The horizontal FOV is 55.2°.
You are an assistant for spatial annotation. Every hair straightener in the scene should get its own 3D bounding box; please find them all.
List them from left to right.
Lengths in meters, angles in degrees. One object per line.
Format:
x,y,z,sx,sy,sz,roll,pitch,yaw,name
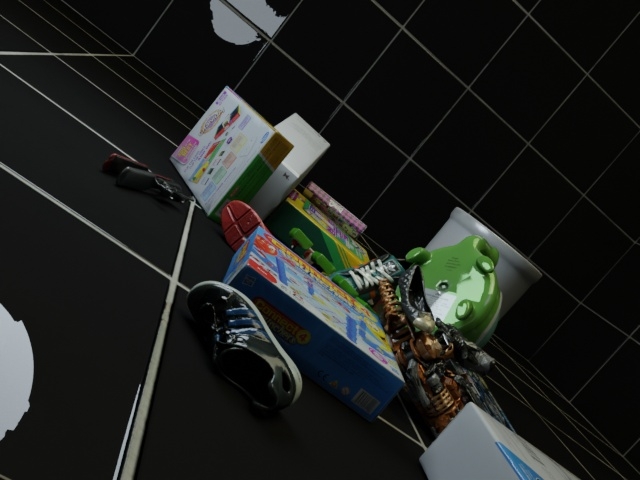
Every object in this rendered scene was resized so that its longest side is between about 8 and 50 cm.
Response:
-0.311,-0.097,1.166,0.089,0.047,0.230,42,4,22,hair straightener

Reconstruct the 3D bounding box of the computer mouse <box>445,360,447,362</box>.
0.418,0.396,1.704,0.193,0.042,0.106,35,8,-27,computer mouse

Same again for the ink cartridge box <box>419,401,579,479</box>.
0.318,0.405,0.869,0.307,0.129,0.223,37,8,-17,ink cartridge box

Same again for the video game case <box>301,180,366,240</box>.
0.017,-0.062,2.015,0.232,0.042,0.210,40,-32,1,video game case

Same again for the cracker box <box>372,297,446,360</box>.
0.267,0.213,1.631,0.232,0.156,0.067,44,8,30,cracker box

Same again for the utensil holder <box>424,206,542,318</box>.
0.425,0.147,1.891,0.327,0.385,0.327,38,9,-7,utensil holder

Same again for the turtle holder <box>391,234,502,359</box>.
0.311,0.134,1.462,0.320,0.243,0.227,-83,152,-43,turtle holder

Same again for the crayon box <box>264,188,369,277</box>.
0.000,0.000,1.782,0.313,0.106,0.363,41,8,-5,crayon box

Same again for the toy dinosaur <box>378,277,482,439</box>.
0.203,0.222,1.164,0.218,0.164,0.322,10,71,-63,toy dinosaur

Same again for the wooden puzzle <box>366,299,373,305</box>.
0.119,0.160,1.774,0.078,0.014,0.116,35,7,2,wooden puzzle

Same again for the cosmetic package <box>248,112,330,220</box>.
-0.119,-0.206,1.701,0.155,0.197,0.365,43,24,-4,cosmetic package

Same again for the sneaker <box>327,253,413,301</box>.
0.134,0.087,1.510,0.302,0.121,0.108,-9,61,-45,sneaker

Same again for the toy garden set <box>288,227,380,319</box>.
0.009,0.079,1.302,0.244,0.049,0.204,48,-4,-7,toy garden set

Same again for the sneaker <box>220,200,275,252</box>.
-0.120,0.019,1.290,0.221,0.087,0.128,54,3,17,sneaker

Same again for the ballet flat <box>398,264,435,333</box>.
0.182,0.109,1.155,0.057,0.049,0.173,21,30,-20,ballet flat

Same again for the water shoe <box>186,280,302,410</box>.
-0.103,0.121,0.748,0.203,0.073,0.080,42,10,21,water shoe

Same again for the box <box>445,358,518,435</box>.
0.342,0.368,1.294,0.175,0.051,0.220,30,27,-50,box

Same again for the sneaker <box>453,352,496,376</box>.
0.418,0.303,1.686,0.132,0.086,0.229,22,-24,39,sneaker

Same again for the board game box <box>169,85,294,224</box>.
-0.220,-0.207,1.443,0.064,0.242,0.316,34,10,-41,board game box

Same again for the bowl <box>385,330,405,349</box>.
0.194,0.266,1.372,0.142,0.053,0.142,39,8,3,bowl

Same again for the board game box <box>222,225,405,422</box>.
-0.020,0.125,1.050,0.308,0.086,0.302,38,8,-10,board game box
